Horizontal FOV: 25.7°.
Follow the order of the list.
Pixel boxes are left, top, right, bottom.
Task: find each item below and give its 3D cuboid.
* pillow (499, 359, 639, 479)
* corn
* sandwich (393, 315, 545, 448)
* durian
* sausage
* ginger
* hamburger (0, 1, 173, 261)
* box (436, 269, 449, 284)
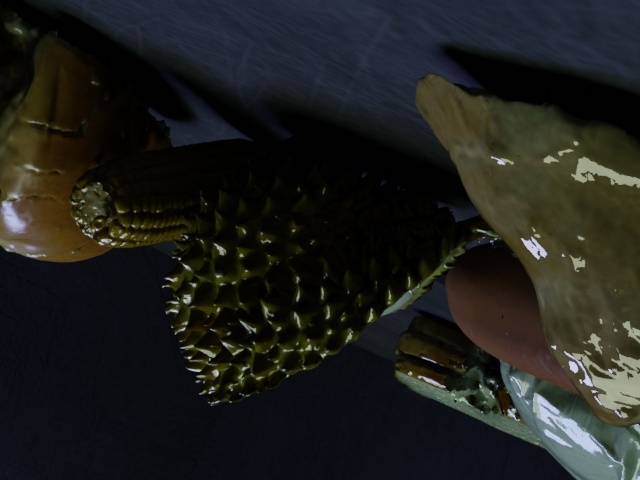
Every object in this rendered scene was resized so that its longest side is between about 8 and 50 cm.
[{"bbox_3d":[0.265,0.148,1.097,0.283,0.138,0.310,32,176,21],"label":"pillow"},{"bbox_3d":[-0.094,-0.034,0.994,0.068,0.068,0.207,22,-159,32],"label":"corn"},{"bbox_3d":[0.235,0.196,1.862,0.273,0.095,0.249,22,174,21],"label":"sandwich"},{"bbox_3d":[0.000,0.000,0.902,0.138,0.237,0.193,66,-164,-3],"label":"durian"},{"bbox_3d":[0.168,0.053,0.857,0.086,0.086,0.289,28,177,-24],"label":"sausage"},{"bbox_3d":[0.113,0.008,0.590,0.193,0.123,0.115,29,-164,20],"label":"ginger"},{"bbox_3d":[-0.194,-0.061,1.037,0.144,0.157,0.283,23,171,15],"label":"hamburger"},{"bbox_3d":[0.069,0.003,1.167,0.125,0.027,0.126,25,176,28],"label":"box"}]
